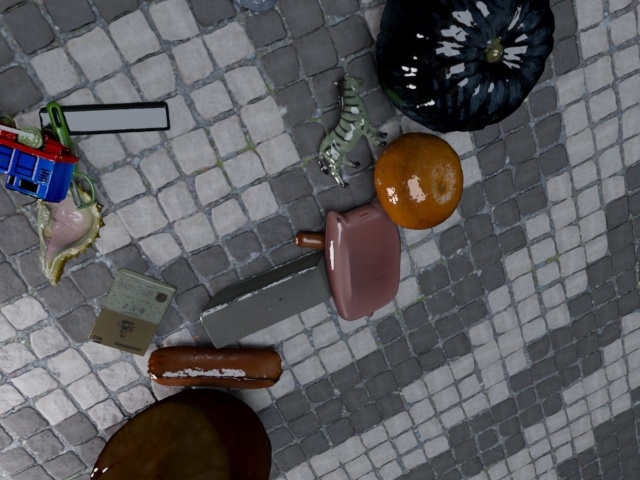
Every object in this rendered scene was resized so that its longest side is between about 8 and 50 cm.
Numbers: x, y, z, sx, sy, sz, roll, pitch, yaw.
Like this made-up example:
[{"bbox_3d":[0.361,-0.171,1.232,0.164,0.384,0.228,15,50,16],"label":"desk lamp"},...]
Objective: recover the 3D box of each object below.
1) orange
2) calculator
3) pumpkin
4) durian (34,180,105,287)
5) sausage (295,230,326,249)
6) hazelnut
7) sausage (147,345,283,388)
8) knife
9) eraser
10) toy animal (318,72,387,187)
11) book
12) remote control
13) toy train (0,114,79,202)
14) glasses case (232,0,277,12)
[{"bbox_3d":[0.221,-0.134,1.160,0.224,0.170,0.224,-5,99,-31],"label":"orange"},{"bbox_3d":[0.116,0.057,1.259,0.220,0.048,0.330,-23,121,-27],"label":"calculator"},{"bbox_3d":[0.293,-0.398,1.035,0.363,0.266,0.364,-8,114,-18],"label":"pumpkin"},{"bbox_3d":[-0.531,-0.016,1.046,0.140,0.078,0.224,14,88,-30],"label":"durian"},{"bbox_3d":[0.000,0.000,1.231,0.131,0.041,0.039,5,115,-17],"label":"sausage"},{"bbox_3d":[-0.312,0.569,1.187,0.429,0.402,0.402,-39,116,-11],"label":"hazelnut"},{"bbox_3d":[-0.258,0.315,1.255,0.330,0.102,0.102,7,109,-18],"label":"sausage"},{"bbox_3d":[-0.490,-0.169,1.001,0.054,0.015,0.212,-20,106,-28],"label":"knife"},{"bbox_3d":[-0.116,0.135,1.235,0.352,0.077,0.111,-23,118,-6],"label":"eraser"},{"bbox_3d":[0.060,-0.248,1.137,0.176,0.073,0.217,36,103,-19],"label":"toy animal"},{"bbox_3d":[-0.443,0.173,1.189,0.138,0.016,0.199,24,103,-22],"label":"book"},{"bbox_3d":[-0.433,-0.246,1.023,0.245,0.025,0.063,-7,108,-13],"label":"remote control"},{"bbox_3d":[-0.572,-0.160,0.944,0.203,0.083,0.131,19,97,0],"label":"toy train"},{"bbox_3d":[-0.109,-0.586,0.956,0.109,0.067,0.283,5,108,-21],"label":"glasses case"}]
